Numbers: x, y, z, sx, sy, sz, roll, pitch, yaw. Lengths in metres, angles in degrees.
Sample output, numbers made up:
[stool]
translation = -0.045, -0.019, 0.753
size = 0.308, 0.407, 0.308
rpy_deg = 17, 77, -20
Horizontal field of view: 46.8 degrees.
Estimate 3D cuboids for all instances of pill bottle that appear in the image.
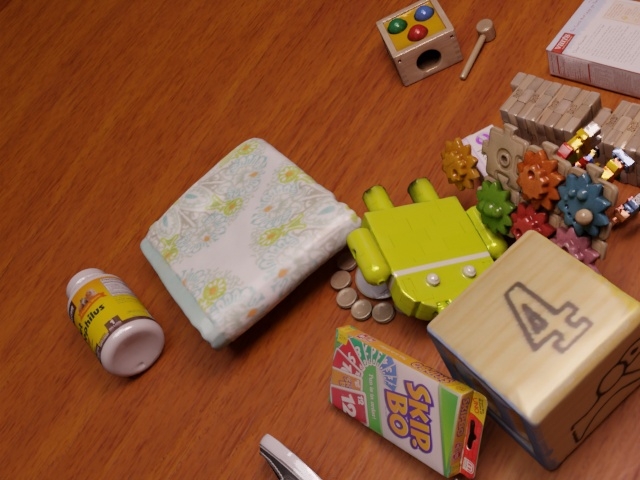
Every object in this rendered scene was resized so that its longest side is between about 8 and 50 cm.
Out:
[pill bottle]
translation = -0.378, 0.139, 1.332
size = 0.117, 0.117, 0.215
rpy_deg = -44, 50, -9

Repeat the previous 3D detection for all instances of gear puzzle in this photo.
[gear puzzle]
translation = 0.274, -0.071, 1.065
size = 0.044, 0.176, 0.339
rpy_deg = -17, 35, -24

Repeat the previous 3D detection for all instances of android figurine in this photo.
[android figurine]
translation = 0.170, 0.017, 1.143
size = 0.248, 0.056, 0.273
rpy_deg = -9, 53, -18

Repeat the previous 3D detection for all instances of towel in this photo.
[towel]
translation = -0.142, -0.013, 1.314
size = 0.320, 0.090, 0.374
rpy_deg = -42, 41, -4

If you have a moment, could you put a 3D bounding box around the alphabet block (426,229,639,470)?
[alphabet block]
translation = 0.288, 0.143, 0.965
size = 0.197, 0.192, 0.193
rpy_deg = -41, 51, -8

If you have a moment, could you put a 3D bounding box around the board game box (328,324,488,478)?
[board game box]
translation = 0.112, 0.221, 1.023
size = 0.259, 0.039, 0.124
rpy_deg = 21, 113, 43

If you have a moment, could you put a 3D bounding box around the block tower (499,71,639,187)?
[block tower]
translation = 0.445, -0.169, 1.178
size = 0.335, 0.091, 0.097
rpy_deg = 29, 72, 38

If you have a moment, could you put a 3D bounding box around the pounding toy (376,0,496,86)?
[pounding toy]
translation = 0.235, -0.396, 1.439
size = 0.206, 0.094, 0.181
rpy_deg = -24, 50, 9

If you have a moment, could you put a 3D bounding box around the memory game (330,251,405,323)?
[memory game]
translation = 0.106, 0.055, 1.230
size = 0.186, 0.012, 0.186
rpy_deg = -12, 52, 16

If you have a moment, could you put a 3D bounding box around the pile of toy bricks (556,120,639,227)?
[pile of toy bricks]
translation = 0.389, -0.069, 1.069
size = 0.105, 0.212, 0.118
rpy_deg = -41, 63, 7

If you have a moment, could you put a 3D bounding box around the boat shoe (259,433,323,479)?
[boat shoe]
translation = -0.021, 0.364, 1.032
size = 0.228, 0.080, 0.076
rpy_deg = 36, 75, 31

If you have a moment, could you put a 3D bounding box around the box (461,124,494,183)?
[box]
translation = 0.322, -0.055, 1.172
size = 0.063, 0.067, 0.324
rpy_deg = -28, 50, 6

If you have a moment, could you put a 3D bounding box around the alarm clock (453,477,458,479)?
[alarm clock]
translation = 0.183, 0.403, 0.908
size = 0.129, 0.064, 0.192
rpy_deg = 13, 60, 32

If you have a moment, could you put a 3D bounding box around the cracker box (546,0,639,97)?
[cracker box]
translation = 0.532, -0.332, 1.270
size = 0.232, 0.067, 0.156
rpy_deg = 29, 72, 37
